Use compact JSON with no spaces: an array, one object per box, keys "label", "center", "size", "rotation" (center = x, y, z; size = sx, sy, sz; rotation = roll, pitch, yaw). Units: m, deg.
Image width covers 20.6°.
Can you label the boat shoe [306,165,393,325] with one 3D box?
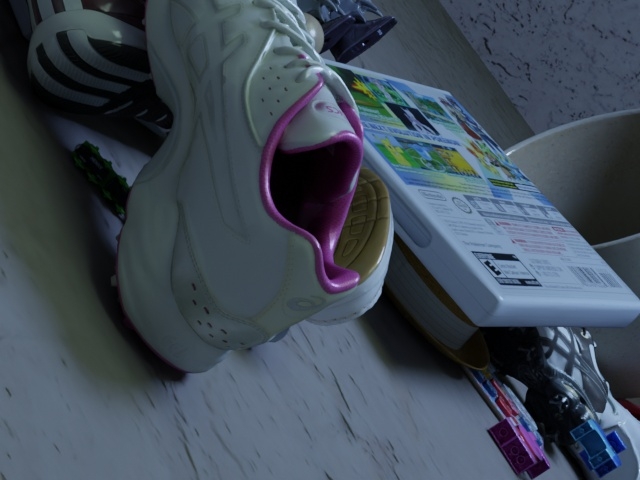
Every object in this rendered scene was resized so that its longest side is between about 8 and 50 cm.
[{"label":"boat shoe","center":[0.000,0.000,1.213],"size":[0.277,0.098,0.096],"rotation":[-107,-176,-65]}]

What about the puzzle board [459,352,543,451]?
[{"label":"puzzle board","center":[0.170,0.147,1.634],"size":[0.128,0.011,0.096],"rotation":[54,13,-4]}]

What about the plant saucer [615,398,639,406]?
[{"label":"plant saucer","center":[0.318,0.118,2.175],"size":[0.278,0.041,0.278],"rotation":[51,13,-16]}]

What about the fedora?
[{"label":"fedora","center":[0.107,0.024,1.560],"size":[0.194,0.079,0.194],"rotation":[47,15,-17]}]

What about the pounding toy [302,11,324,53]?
[{"label":"pounding toy","center":[-0.059,-0.271,1.675],"size":[0.237,0.110,0.183],"rotation":[51,13,-13]}]

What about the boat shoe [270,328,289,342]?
[{"label":"boat shoe","center":[-0.059,0.023,1.103],"size":[0.100,0.035,0.035],"rotation":[46,-13,-16]}]

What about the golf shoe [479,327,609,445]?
[{"label":"golf shoe","center":[0.212,0.100,1.699],"size":[0.094,0.077,0.198],"rotation":[-45,110,-41]}]

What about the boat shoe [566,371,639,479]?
[{"label":"boat shoe","center":[0.269,0.190,1.766],"size":[0.076,0.083,0.226],"rotation":[29,14,-30]}]

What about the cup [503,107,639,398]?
[{"label":"cup","center":[0.331,0.031,1.930],"size":[0.331,0.331,0.237],"rotation":[-96,167,-66]}]

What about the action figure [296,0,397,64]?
[{"label":"action figure","center":[-0.046,-0.314,1.873],"size":[0.285,0.099,0.185],"rotation":[55,18,19]}]

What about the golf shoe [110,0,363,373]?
[{"label":"golf shoe","center":[-0.028,-0.076,0.993],"size":[0.115,0.140,0.306],"rotation":[31,53,-46]}]

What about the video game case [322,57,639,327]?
[{"label":"video game case","center":[0.124,-0.040,1.551],"size":[0.300,0.036,0.329],"rotation":[50,21,22]}]

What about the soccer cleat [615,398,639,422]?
[{"label":"soccer cleat","center":[0.341,0.246,1.800],"size":[0.116,0.108,0.318],"rotation":[47,10,-3]}]

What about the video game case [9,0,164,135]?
[{"label":"video game case","center":[-0.168,-0.155,1.195],"size":[0.157,0.019,0.143],"rotation":[37,21,-53]}]

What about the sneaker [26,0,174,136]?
[{"label":"sneaker","center":[-0.098,-0.156,1.149],"size":[0.281,0.106,0.163],"rotation":[15,54,-62]}]

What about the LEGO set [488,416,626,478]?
[{"label":"LEGO set","center":[0.253,0.235,1.536],"size":[0.227,0.087,0.093],"rotation":[58,14,11]}]

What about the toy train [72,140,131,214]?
[{"label":"toy train","center":[-0.118,-0.028,1.049],"size":[0.083,0.017,0.024],"rotation":[50,4,-18]}]
